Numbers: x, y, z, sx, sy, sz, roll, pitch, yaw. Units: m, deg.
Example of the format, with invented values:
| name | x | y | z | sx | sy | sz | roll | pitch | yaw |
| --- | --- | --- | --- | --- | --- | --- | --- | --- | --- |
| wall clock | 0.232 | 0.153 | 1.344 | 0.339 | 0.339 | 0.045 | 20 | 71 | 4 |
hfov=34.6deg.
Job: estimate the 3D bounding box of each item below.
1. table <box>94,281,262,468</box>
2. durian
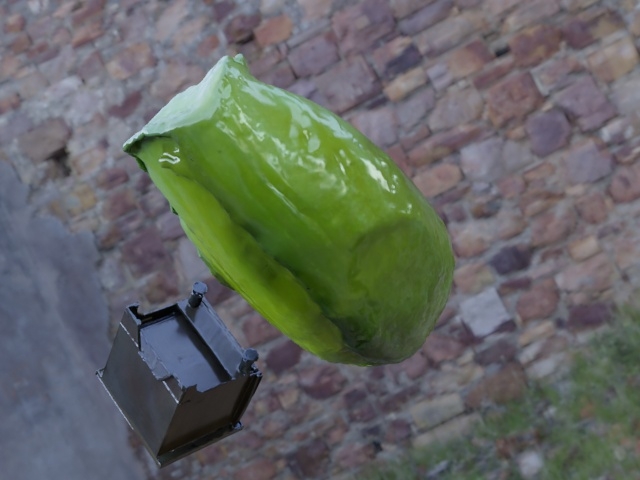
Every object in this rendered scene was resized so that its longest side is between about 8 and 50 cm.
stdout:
| name | x | y | z | sx | sy | sz | roll | pitch | yaw |
| --- | --- | --- | --- | --- | --- | --- | --- | --- | --- |
| table | -0.090 | 0.084 | 0.674 | 0.070 | 0.083 | 0.082 | -20 | -31 | -38 |
| durian | 0.000 | 0.000 | 0.539 | 0.101 | 0.139 | 0.250 | -52 | -42 | -5 |
